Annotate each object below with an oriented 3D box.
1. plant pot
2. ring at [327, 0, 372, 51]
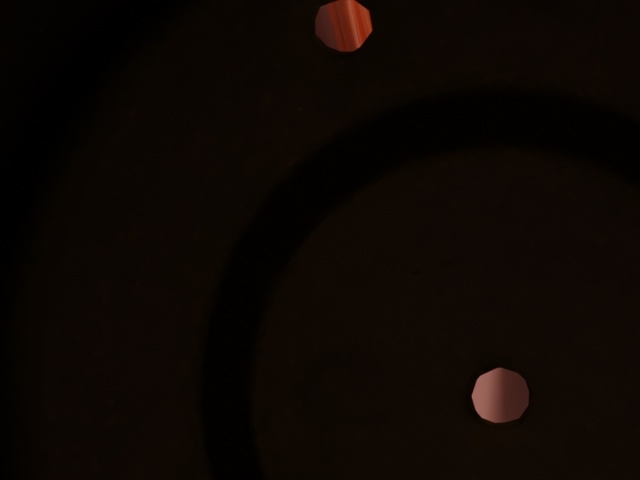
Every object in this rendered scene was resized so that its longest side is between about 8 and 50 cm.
[{"bbox_3d":[0.020,0.034,0.198,0.353,0.366,0.366,-2,96,-84],"label":"plant pot"},{"bbox_3d":[0.043,-0.195,0.645,0.336,0.032,0.336,6,90,-72],"label":"ring"}]
